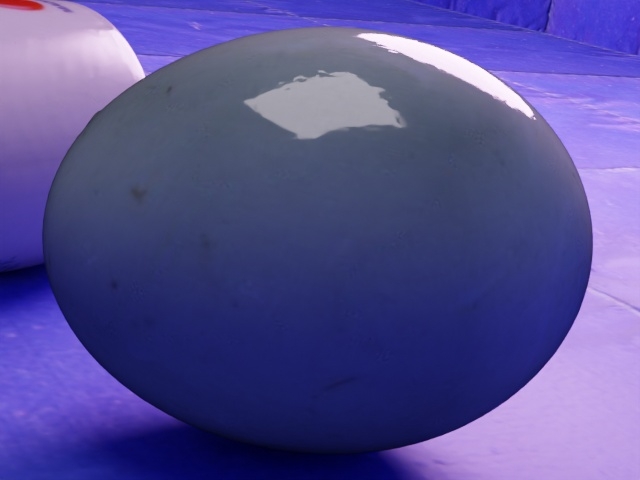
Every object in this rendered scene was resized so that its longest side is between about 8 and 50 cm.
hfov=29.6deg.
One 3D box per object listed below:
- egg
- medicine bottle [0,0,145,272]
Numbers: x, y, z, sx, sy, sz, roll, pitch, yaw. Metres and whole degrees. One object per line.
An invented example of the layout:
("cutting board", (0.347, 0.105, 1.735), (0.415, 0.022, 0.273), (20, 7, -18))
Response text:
("egg", (0.000, 0.000, 0.428), (0.192, 0.149, 0.149), (-1, 16, -4))
("medicine bottle", (-0.227, -0.031, 0.476), (0.130, 0.130, 0.341), (18, 20, 34))
